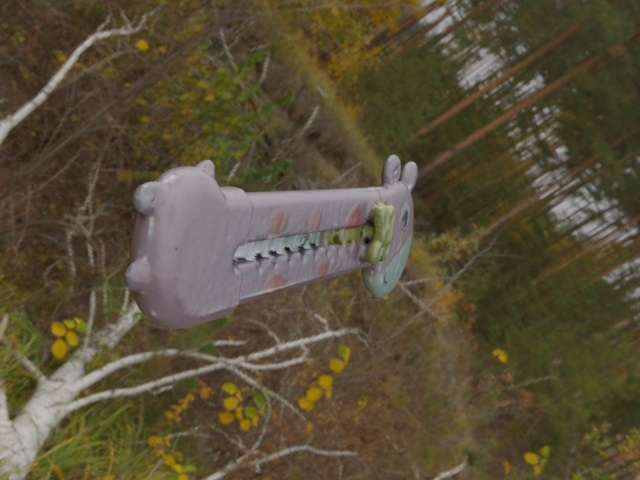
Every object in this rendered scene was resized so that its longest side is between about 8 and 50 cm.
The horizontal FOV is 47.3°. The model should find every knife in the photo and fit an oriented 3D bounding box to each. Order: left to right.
[{"bbox_3d":[0.001,0.000,0.522,0.399,0.038,0.132,-8,107,-62],"label":"knife"}]
